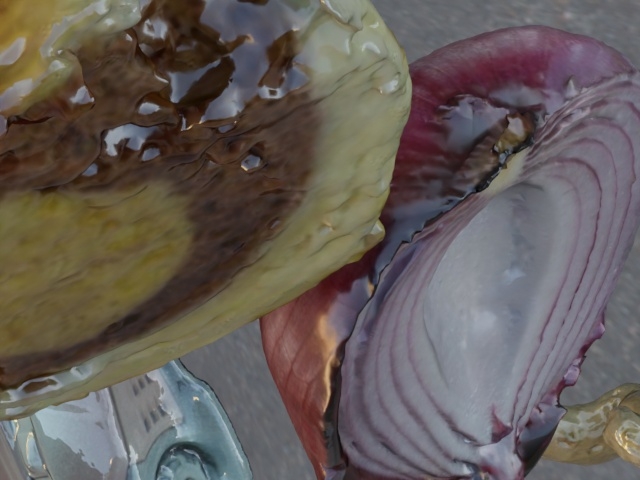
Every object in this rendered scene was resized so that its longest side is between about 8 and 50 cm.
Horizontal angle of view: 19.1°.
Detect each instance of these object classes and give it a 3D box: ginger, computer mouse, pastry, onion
[{"bbox_3d":[0.225,0.123,1.230,0.258,0.149,0.065,5,88,18],"label":"ginger"},{"bbox_3d":[-0.190,0.129,1.431,0.199,0.115,0.389,-15,112,38],"label":"computer mouse"},{"bbox_3d":[-0.103,-0.044,0.690,0.256,0.237,0.170,-38,68,15],"label":"pastry"},{"bbox_3d":[0.053,0.027,0.911,0.227,0.120,0.284,-34,142,-28],"label":"onion"}]
